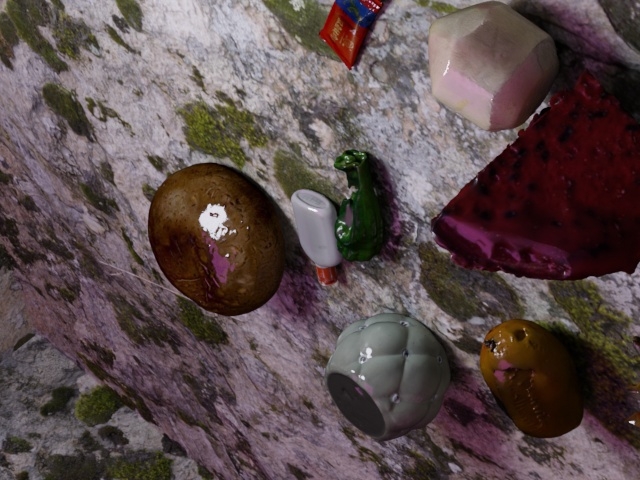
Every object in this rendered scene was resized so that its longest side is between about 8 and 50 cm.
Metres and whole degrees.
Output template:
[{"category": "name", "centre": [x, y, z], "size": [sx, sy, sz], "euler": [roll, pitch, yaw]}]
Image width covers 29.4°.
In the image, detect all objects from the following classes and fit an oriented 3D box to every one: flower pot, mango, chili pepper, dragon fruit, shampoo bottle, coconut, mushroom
[{"category": "flower pot", "centre": [0.134, 0.262, 2.384], "size": [0.246, 0.195, 0.246], "euler": [37, 151, 25]}, {"category": "mango", "centre": [0.365, 0.233, 2.059], "size": [0.156, 0.151, 0.249], "euler": [-6, 128, 46]}, {"category": "chili pepper", "centre": [0.069, -0.055, 2.213], "size": [0.099, 0.083, 0.253], "euler": [41, 149, 37]}, {"category": "dragon fruit", "centre": [0.283, -0.085, 1.576], "size": [0.302, 0.330, 0.240], "euler": [-128, 15, -67]}, {"category": "shampoo bottle", "centre": [0.000, 0.000, 2.409], "size": [0.108, 0.051, 0.221], "euler": [27, 144, 33]}, {"category": "coconut", "centre": [0.224, -0.240, 1.664], "size": [0.183, 0.171, 0.171], "euler": [37, 150, 18]}, {"category": "mushroom", "centre": [-0.220, -0.001, 2.570], "size": [0.345, 0.239, 0.345], "euler": [12, 132, 14]}]

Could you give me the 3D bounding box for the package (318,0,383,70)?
[{"category": "package", "centre": [0.046, -0.350, 1.938], "size": [0.083, 0.022, 0.200], "euler": [46, 154, 8]}]

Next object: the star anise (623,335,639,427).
[{"category": "star anise", "centre": [0.571, 0.251, 1.836], "size": [0.288, 0.088, 0.288], "euler": [21, 138, 20]}]
